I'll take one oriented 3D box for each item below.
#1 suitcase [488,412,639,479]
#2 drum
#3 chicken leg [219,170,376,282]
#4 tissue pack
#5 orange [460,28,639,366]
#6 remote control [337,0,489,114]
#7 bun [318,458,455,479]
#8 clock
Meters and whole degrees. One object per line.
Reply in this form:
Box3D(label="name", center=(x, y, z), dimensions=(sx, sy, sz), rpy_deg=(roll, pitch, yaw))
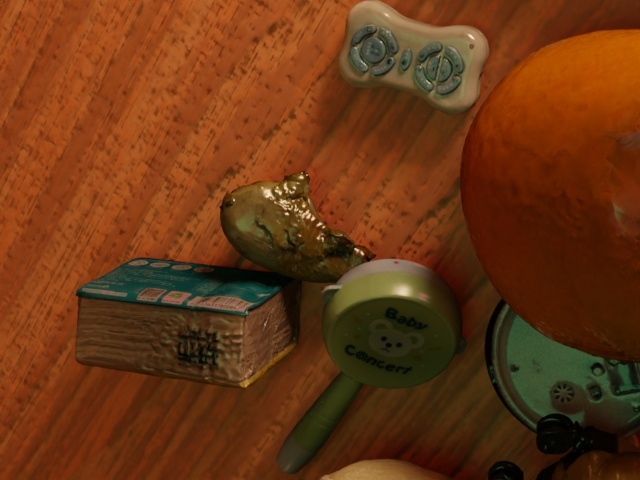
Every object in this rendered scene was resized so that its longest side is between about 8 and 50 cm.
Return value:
Box3D(label="suitcase", center=(0.245, 0.259, 1.146), dimensions=(0.235, 0.194, 0.143), rpy_deg=(32, 121, -11))
Box3D(label="drum", center=(0.047, 0.120, 1.296), dimensions=(0.130, 0.049, 0.253), rpy_deg=(11, 130, -5))
Box3D(label="chicken leg", center=(0.000, 0.000, 1.284), dimensions=(0.178, 0.070, 0.093), rpy_deg=(30, 108, 6))
Box3D(label="tissue pack", center=(-0.115, 0.071, 1.318), dimensions=(0.169, 0.120, 0.082), rpy_deg=(6, 107, 21))
Box3D(label="orange", center=(0.264, -0.033, 1.107), dimensions=(0.310, 0.274, 0.274), rpy_deg=(15, 112, -7))
Box3D(label="remote control", center=(0.074, -0.149, 1.225), dimensions=(0.122, 0.032, 0.074), rpy_deg=(17, 110, 18))
Box3D(label="bun", center=(0.067, 0.313, 1.287), dimensions=(0.259, 0.160, 0.259), rpy_deg=(4, 96, 37))
Box3D(label="clock", center=(0.212, 0.088, 1.212), dimensions=(0.155, 0.063, 0.229), rpy_deg=(-8, 102, 26))
